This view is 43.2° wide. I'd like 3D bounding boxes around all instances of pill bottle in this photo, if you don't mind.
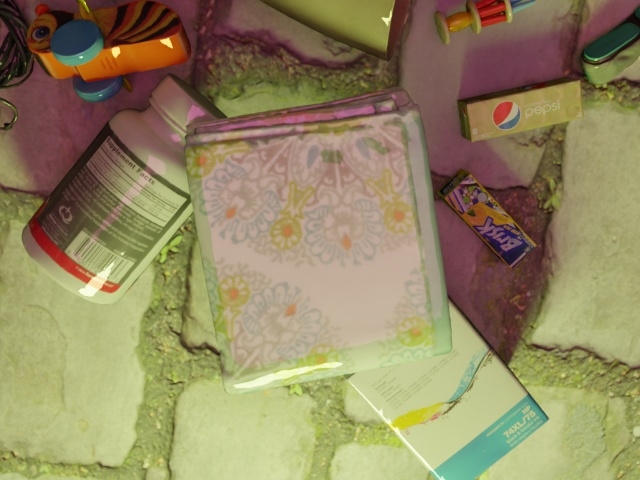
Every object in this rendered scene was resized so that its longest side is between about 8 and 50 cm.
[{"bbox_3d":[-0.267,-0.077,1.169,0.176,0.176,0.318,39,98,-15],"label":"pill bottle"}]

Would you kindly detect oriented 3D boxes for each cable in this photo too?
[{"bbox_3d":[-0.508,-0.283,1.160,0.185,0.047,0.150,-25,112,-1],"label":"cable"}]

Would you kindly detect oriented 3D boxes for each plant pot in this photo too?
[{"bbox_3d":[-0.007,-0.403,1.090,0.274,0.256,0.256,16,104,6],"label":"plant pot"}]

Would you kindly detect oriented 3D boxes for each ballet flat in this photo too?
[{"bbox_3d":[0.498,-0.318,1.249,0.213,0.072,0.068,-34,134,5],"label":"ballet flat"}]

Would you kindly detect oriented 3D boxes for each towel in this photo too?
[{"bbox_3d":[0.000,0.000,1.087,0.321,0.090,0.374,-9,96,-3],"label":"towel"}]

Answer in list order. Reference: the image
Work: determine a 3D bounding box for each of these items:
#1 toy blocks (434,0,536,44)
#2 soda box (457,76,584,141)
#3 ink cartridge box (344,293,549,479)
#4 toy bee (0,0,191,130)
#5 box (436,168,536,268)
[{"bbox_3d":[0.237,-0.374,1.202,0.148,0.054,0.123,-20,107,0],"label":"toy blocks"},{"bbox_3d":[0.310,-0.204,1.257,0.181,0.058,0.061,-12,106,-2],"label":"soda box"},{"bbox_3d":[0.180,0.210,1.287,0.197,0.198,0.270,-40,106,5],"label":"ink cartridge box"},{"bbox_3d":[-0.338,-0.281,1.112,0.298,0.162,0.195,-7,146,-19],"label":"toy bee"},{"bbox_3d":[0.267,-0.035,1.302,0.059,0.054,0.169,-44,105,6],"label":"box"}]
